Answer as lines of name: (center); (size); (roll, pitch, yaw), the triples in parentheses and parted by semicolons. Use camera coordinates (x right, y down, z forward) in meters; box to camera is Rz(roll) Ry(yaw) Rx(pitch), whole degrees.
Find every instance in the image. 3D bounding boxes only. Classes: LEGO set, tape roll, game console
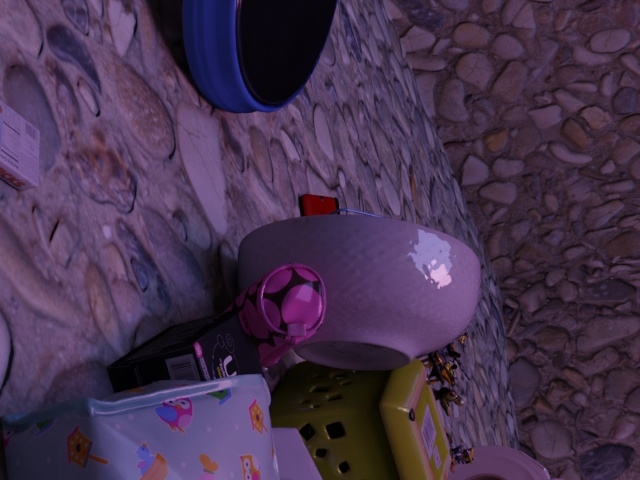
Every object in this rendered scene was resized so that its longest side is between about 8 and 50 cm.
LEGO set: (0.207, 0.262, 1.777); (0.331, 0.192, 0.255); (-152, -140, -84)
tape roll: (0.328, 0.543, 1.918); (0.286, 0.286, 0.100); (-86, 155, -46)
game console: (0.000, 0.000, 1.780); (0.124, 0.085, 0.144); (5, 67, -39)

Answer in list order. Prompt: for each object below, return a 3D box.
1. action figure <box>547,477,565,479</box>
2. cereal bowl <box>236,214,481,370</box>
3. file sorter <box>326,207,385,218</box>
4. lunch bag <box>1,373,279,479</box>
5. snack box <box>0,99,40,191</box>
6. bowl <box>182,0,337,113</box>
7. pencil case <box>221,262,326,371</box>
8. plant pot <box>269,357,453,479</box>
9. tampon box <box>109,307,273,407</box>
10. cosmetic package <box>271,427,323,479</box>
action figure: (0.189, 0.497, 1.492); (0.370, 0.276, 0.248); (14, 50, -26)
cereal bowl: (0.047, 0.090, 1.340); (0.339, 0.339, 0.141); (45, 47, -59)
file sorter: (0.051, 0.044, 1.670); (0.118, 0.104, 0.170); (11, 63, -37)
lunch bag: (-0.127, 0.236, 0.866); (0.262, 0.160, 0.223); (1, 74, -54)
snack box: (-0.308, -0.109, 0.865); (0.178, 0.022, 0.064); (46, 34, -58)
bowl: (-0.070, -0.376, 1.450); (0.391, 0.077, 0.391); (16, 90, -71)
pencil case: (-0.062, 0.103, 1.181); (0.209, 0.095, 0.098); (132, -34, -61)
plant pot: (0.064, 0.293, 1.414); (0.228, 0.207, 0.227); (-47, 122, -69)
tampon box: (-0.134, 0.157, 1.064); (0.161, 0.101, 0.120); (-34, 109, -72)
cosmetic package: (-0.035, 0.319, 1.057); (0.231, 0.085, 0.117); (58, -42, 49)
